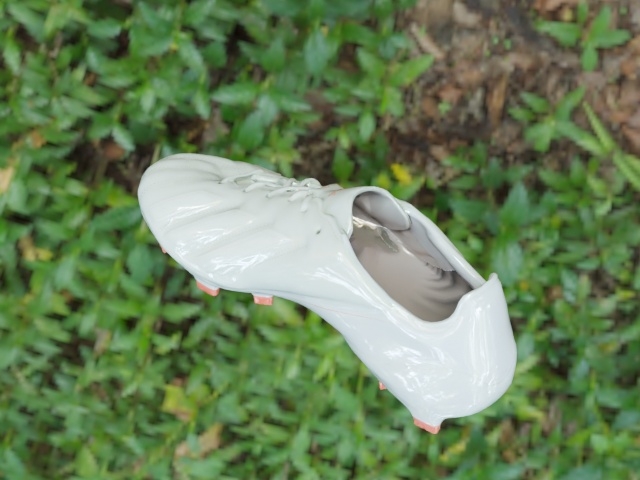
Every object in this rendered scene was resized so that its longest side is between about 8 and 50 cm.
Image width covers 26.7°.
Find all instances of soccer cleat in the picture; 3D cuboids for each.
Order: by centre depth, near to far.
[{"bbox_3d":[0.000,0.000,0.543,0.196,0.068,0.076,32,139,33],"label":"soccer cleat"}]
